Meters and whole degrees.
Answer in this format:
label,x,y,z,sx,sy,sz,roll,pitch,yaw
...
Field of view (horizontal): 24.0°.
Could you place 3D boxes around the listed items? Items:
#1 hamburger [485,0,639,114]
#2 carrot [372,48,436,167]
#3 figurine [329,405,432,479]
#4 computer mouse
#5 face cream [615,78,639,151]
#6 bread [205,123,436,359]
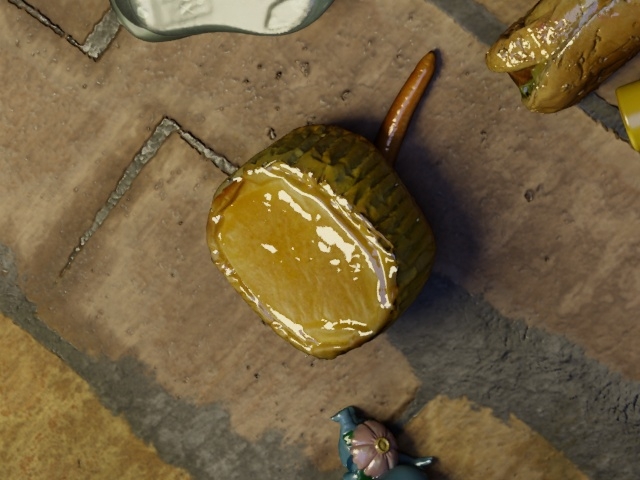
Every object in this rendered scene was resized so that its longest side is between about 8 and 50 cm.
label,x,y,z,sx,sy,sz,roll,pitch,yaw
hamburger,0.301,-0.236,1.640,0.124,0.131,0.262,45,113,-3
carrot,0.090,-0.136,1.757,0.037,0.037,0.190,24,107,4
figurine,0.056,0.294,1.855,0.144,0.114,0.178,-31,86,25
computer mouse,-0.142,-0.314,1.730,0.379,0.090,0.167,0,106,17
face cream,0.464,-0.177,1.649,0.273,0.078,0.078,-19,101,15
bread,0.000,0.000,1.741,0.253,0.142,0.227,52,129,2
